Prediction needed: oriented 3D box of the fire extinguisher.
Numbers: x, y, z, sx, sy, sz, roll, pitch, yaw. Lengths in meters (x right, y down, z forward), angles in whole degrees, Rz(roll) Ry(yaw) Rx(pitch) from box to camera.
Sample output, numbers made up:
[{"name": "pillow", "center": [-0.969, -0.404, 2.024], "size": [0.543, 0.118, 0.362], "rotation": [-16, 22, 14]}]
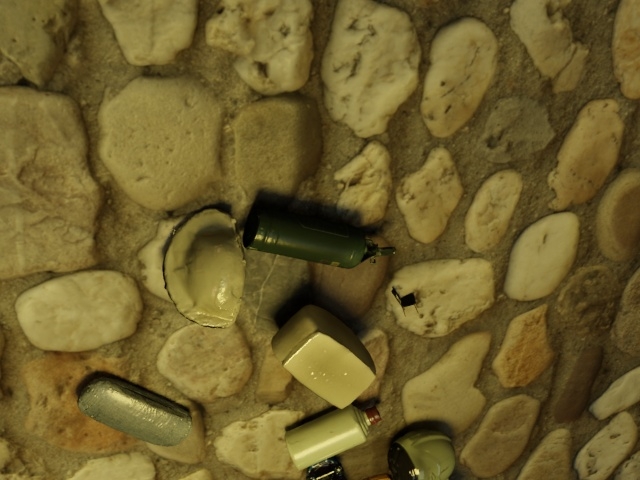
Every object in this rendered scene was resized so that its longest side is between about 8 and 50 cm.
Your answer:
[{"name": "fire extinguisher", "center": [0.000, 0.000, 1.484], "size": [0.311, 0.114, 0.095], "rotation": [12, 71, -23]}]

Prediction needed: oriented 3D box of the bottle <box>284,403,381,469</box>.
[{"name": "bottle", "center": [0.037, 0.487, 1.782], "size": [0.245, 0.104, 0.104], "rotation": [-23, 123, 0]}]

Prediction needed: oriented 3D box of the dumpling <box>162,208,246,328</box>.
[{"name": "dumpling", "center": [-0.239, 0.059, 1.442], "size": [0.173, 0.142, 0.247], "rotation": [-1, 86, -5]}]

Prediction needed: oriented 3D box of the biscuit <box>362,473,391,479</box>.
[{"name": "biscuit", "center": [0.125, 0.748, 2.004], "size": [0.142, 0.029, 0.220], "rotation": [28, 110, -27]}]

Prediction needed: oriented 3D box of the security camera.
[{"name": "security camera", "center": [0.275, 0.637, 1.893], "size": [0.191, 0.197, 0.277], "rotation": [-12, 116, -19]}]

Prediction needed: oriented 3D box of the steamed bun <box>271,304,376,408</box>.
[{"name": "steamed bun", "center": [0.004, 0.251, 1.598], "size": [0.146, 0.164, 0.242], "rotation": [-43, 120, 9]}]

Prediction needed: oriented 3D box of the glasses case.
[{"name": "glasses case", "center": [-0.425, 0.401, 1.626], "size": [0.282, 0.067, 0.109], "rotation": [32, 110, -30]}]

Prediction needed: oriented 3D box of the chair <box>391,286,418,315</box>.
[{"name": "chair", "center": [0.203, 0.142, 1.664], "size": [0.042, 0.037, 0.086], "rotation": [-23, 128, 13]}]

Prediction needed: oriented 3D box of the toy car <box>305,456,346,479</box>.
[{"name": "toy car", "center": [0.029, 0.666, 1.910], "size": [0.103, 0.063, 0.216], "rotation": [-23, 113, -1]}]
